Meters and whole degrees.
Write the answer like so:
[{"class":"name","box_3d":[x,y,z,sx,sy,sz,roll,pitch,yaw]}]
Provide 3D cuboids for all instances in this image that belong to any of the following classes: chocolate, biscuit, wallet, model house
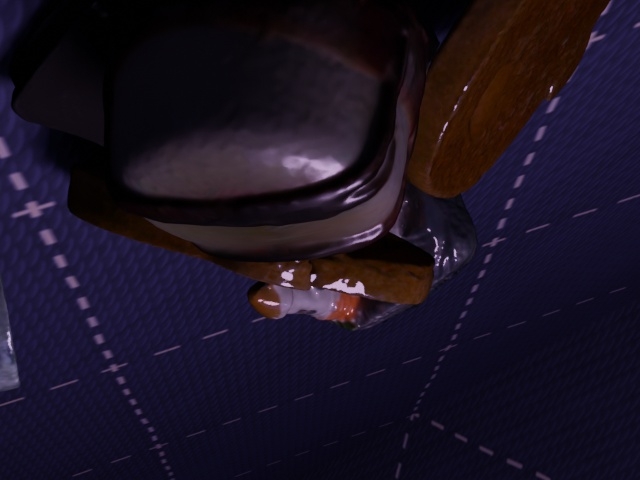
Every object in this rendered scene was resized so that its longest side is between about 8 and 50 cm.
[{"class":"chocolate","box_3d":[-0.035,-0.087,0.971,0.283,0.186,0.283,-5,156,-2]},{"class":"biscuit","box_3d":[-0.066,-0.017,1.271,0.394,0.070,0.350,14,-175,-15]},{"class":"wallet","box_3d":[-0.093,-0.126,1.144,0.377,0.051,0.197,16,145,-33]},{"class":"biscuit","box_3d":[0.199,-0.204,1.173,0.367,0.063,0.314,-57,163,11]},{"class":"model house","box_3d":[0.000,0.000,1.543,0.300,0.190,0.271,1,153,-45]}]

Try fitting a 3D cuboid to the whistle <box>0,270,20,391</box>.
[{"class":"whistle","box_3d":[-0.419,0.022,1.265,0.168,0.188,0.405,-10,126,-15]}]
